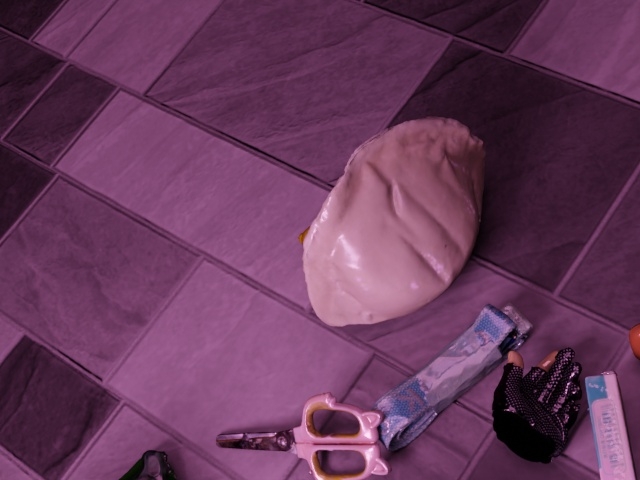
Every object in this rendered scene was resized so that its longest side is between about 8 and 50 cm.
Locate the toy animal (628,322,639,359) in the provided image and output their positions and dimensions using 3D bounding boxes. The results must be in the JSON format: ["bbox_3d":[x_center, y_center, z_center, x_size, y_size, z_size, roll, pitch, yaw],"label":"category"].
[{"bbox_3d":[0.561,0.242,1.542,0.216,0.191,0.338,-15,57,9],"label":"toy animal"}]

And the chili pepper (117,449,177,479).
[{"bbox_3d":[-0.316,0.433,1.803,0.216,0.062,0.108,-42,56,-7],"label":"chili pepper"}]

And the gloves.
[{"bbox_3d":[0.333,0.238,1.695,0.129,0.106,0.180,16,38,25],"label":"gloves"}]

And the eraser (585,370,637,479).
[{"bbox_3d":[0.423,0.310,1.606,0.052,0.095,0.225,-11,57,13],"label":"eraser"}]

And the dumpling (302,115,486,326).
[{"bbox_3d":[0.129,-0.046,1.790,0.395,0.315,0.233,-37,49,-16],"label":"dumpling"}]

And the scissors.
[{"bbox_3d":[-0.037,0.320,1.766,0.318,0.024,0.160,-6,95,30],"label":"scissors"}]

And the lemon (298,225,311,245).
[{"bbox_3d":[0.000,0.000,1.958,0.083,0.062,0.062,6,62,22],"label":"lemon"}]

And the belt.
[{"bbox_3d":[0.201,0.209,1.747,0.302,0.087,0.072,-40,55,-7],"label":"belt"}]
